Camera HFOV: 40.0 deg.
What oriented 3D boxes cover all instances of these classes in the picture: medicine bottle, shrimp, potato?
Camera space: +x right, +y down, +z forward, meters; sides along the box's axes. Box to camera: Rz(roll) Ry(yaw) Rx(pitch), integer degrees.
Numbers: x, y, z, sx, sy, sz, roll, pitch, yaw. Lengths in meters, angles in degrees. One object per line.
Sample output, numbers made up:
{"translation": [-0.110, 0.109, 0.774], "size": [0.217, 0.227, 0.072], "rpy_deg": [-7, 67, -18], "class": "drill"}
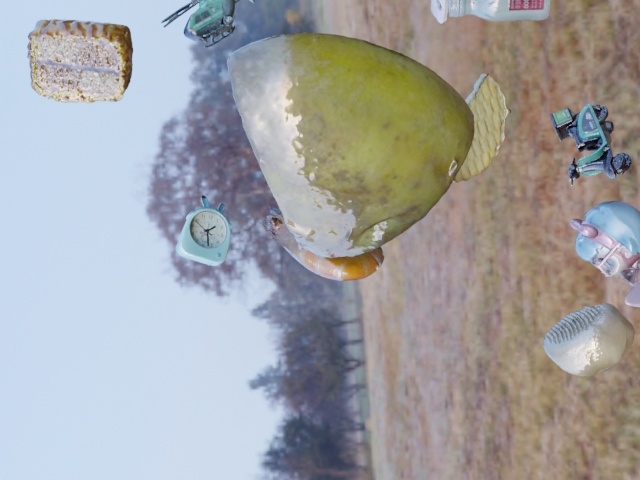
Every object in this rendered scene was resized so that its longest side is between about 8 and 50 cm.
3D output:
{"translation": [0.394, -0.531, 1.942], "size": [0.090, 0.217, 0.090], "rpy_deg": [0, -90, -85], "class": "medicine bottle"}
{"translation": [0.000, 0.000, 1.510], "size": [0.150, 0.249, 0.068], "rpy_deg": [-26, -45, -48], "class": "shrimp"}
{"translation": [-0.001, -0.101, 0.940], "size": [0.255, 0.269, 0.112], "rpy_deg": [33, -149, -39], "class": "potato"}

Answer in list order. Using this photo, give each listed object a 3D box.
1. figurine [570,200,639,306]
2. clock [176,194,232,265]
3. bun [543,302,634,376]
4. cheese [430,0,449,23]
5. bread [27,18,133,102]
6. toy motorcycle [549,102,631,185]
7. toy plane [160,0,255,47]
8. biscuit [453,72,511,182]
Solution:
{"translation": [0.468, 0.036, 1.219], "size": [0.103, 0.260, 0.205], "rpy_deg": [-57, -6, 18], "class": "figurine"}
{"translation": [-0.244, -0.025, 1.897], "size": [0.045, 0.108, 0.147], "rpy_deg": [151, 135, -65], "class": "clock"}
{"translation": [0.514, 0.195, 1.659], "size": [0.113, 0.167, 0.173], "rpy_deg": [56, -143, -4], "class": "bun"}
{"translation": [0.177, -0.398, 1.241], "size": [0.251, 0.054, 0.127], "rpy_deg": [86, 159, -65], "class": "cheese"}
{"translation": [-0.517, -0.390, 1.905], "size": [0.096, 0.222, 0.181], "rpy_deg": [-87, 1, -49], "class": "bread"}
{"translation": [0.446, -0.158, 1.455], "size": [0.058, 0.100, 0.173], "rpy_deg": [47, -153, -44], "class": "toy motorcycle"}
{"translation": [-0.195, -0.460, 1.736], "size": [0.096, 0.235, 0.060], "rpy_deg": [54, 170, 6], "class": "toy plane"}
{"translation": [0.361, -0.245, 2.102], "size": [0.187, 0.273, 0.036], "rpy_deg": [46, 168, -34], "class": "biscuit"}
